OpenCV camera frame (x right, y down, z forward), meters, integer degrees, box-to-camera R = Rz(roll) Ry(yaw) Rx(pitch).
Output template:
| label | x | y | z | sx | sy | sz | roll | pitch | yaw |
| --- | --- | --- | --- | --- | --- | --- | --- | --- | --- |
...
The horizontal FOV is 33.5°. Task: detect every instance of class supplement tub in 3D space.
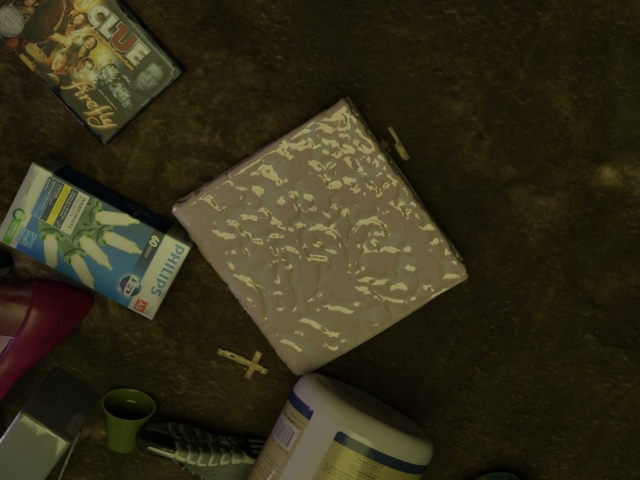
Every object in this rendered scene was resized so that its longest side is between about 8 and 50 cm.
| label | x | y | z | sx | sy | sz | roll | pitch | yaw |
| --- | --- | --- | --- | --- | --- | --- | --- | --- | --- |
| supplement tub | 0.001 | 0.381 | 1.564 | 0.228 | 0.228 | 0.316 | 28 | 92 | -4 |

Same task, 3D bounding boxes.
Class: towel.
| label | x | y | z | sx | sy | sz | roll | pitch | yaw |
| --- | --- | --- | --- | --- | --- | --- | --- | --- | --- |
| towel | 0.000 | 0.000 | 1.559 | 0.317 | 0.053 | 0.331 | -32 | 104 | 14 |

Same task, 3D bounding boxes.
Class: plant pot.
| label | x | y | z | sx | sy | sz | roll | pitch | yaw |
| --- | --- | --- | --- | --- | --- | --- | --- | --- | --- |
| plant pot | -0.305 | 0.287 | 1.664 | 0.083 | 0.083 | 0.079 | 14 | 117 | -1 |

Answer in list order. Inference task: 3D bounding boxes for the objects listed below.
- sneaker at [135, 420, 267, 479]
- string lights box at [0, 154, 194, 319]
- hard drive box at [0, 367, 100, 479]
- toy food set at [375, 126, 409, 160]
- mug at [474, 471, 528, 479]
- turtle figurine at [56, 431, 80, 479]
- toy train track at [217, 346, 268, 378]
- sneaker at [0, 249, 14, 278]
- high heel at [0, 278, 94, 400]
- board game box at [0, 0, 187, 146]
| label | x | y | z | sx | sy | sz | roll | pitch | yaw |
| --- | --- | --- | --- | --- | --- | --- | --- | --- | --- |
| sneaker | -0.186 | 0.364 | 1.654 | 0.229 | 0.086 | 0.132 | 13 | 111 | -15 |
| string lights box | -0.330 | -0.005 | 1.586 | 0.260 | 0.077 | 0.133 | 28 | 102 | -4 |
| hard drive box | -0.454 | 0.334 | 1.624 | 0.089 | 0.181 | 0.232 | 35 | 104 | -6 |
| toy food set | 0.066 | -0.113 | 1.557 | 0.122 | 0.019 | 0.078 | -31 | 94 | 1 |
| mug | 0.263 | 0.419 | 1.629 | 0.158 | 0.129 | 0.097 | -16 | 101 | -23 |
| turtle figurine | -0.387 | 0.510 | 1.707 | 0.198 | 0.274 | 0.266 | 29 | 126 | -27 |
| toy train track | -0.121 | 0.189 | 1.657 | 0.083 | 0.014 | 0.048 | 24 | 104 | -3 |
| sneaker | -0.567 | -0.017 | 1.590 | 0.228 | 0.087 | 0.130 | 18 | 111 | 4 |
| high heel | -0.477 | 0.228 | 1.644 | 0.181 | 0.127 | 0.377 | 9 | 120 | -25 |
| board game box | -0.336 | -0.281 | 1.535 | 0.165 | 0.042 | 0.243 | -41 | 99 | 11 |
